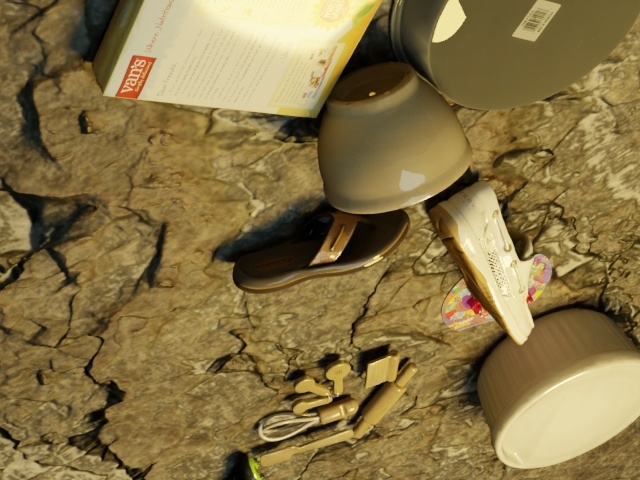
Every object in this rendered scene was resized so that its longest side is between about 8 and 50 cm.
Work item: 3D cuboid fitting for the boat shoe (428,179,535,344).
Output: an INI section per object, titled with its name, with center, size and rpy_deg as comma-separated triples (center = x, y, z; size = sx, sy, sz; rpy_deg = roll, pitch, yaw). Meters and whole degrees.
[boat shoe]
center = 0.232, 0.031, 1.640
size = 0.096, 0.098, 0.277
rpy_deg = -38, 136, -5

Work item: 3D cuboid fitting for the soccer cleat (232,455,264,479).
[soccer cleat]
center = -0.113, 0.376, 1.905
size = 0.072, 0.060, 0.179
rpy_deg = -17, 146, -11

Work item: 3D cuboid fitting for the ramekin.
[ramekin]
center = 0.360, 0.216, 1.938
size = 0.273, 0.127, 0.273
rpy_deg = -17, 144, -13

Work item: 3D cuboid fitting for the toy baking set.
[toy baking set]
center = 0.018, 0.235, 1.838
size = 0.197, 0.030, 0.256
rpy_deg = 6, 134, -33

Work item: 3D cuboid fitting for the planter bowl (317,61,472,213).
[planter bowl]
center = 0.064, -0.116, 1.332
size = 0.162, 0.162, 0.109
rpy_deg = -23, 118, -4

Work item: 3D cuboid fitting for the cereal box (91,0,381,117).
[cereal box]
center = -0.075, -0.201, 1.211
size = 0.240, 0.047, 0.173
rpy_deg = 3, 135, -34

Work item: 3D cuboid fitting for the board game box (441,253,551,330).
[board game box]
center = 0.250, 0.084, 1.785
size = 0.169, 0.033, 0.133
rpy_deg = -14, 143, -15

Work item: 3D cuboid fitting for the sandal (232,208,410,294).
[sandal]
center = 0.000, 0.000, 1.500
size = 0.219, 0.090, 0.060
rpy_deg = -14, 122, -5

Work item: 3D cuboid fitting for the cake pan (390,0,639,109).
[cake pan]
center = 0.215, -0.244, 1.332
size = 0.293, 0.054, 0.293
rpy_deg = -16, 143, -13
